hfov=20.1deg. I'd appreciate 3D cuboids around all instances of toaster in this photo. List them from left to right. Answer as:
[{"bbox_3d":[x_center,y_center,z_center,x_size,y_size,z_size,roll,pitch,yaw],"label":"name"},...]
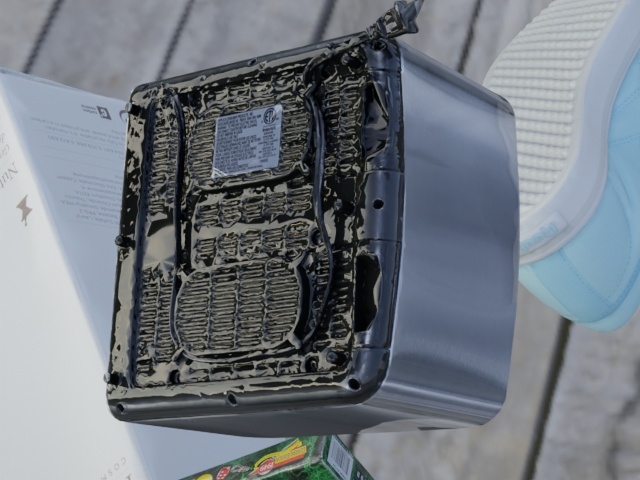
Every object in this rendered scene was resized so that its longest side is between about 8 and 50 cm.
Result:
[{"bbox_3d":[0.000,0.000,0.822,0.186,0.110,0.168,-9,73,40],"label":"toaster"}]

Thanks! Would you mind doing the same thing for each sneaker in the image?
[{"bbox_3d":[0.205,-0.068,1.369,0.135,0.150,0.366,-22,29,35],"label":"sneaker"}]

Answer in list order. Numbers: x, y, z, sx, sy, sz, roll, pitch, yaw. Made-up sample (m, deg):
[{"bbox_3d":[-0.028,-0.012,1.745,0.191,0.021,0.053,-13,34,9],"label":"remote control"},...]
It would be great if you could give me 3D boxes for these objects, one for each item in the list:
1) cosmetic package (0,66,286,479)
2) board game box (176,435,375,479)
[{"bbox_3d":[-0.185,0.091,1.343,0.217,0.156,0.385,-46,52,28],"label":"cosmetic package"},{"bbox_3d":[-0.066,0.190,0.998,0.260,0.136,0.030,-23,29,28],"label":"board game box"}]
